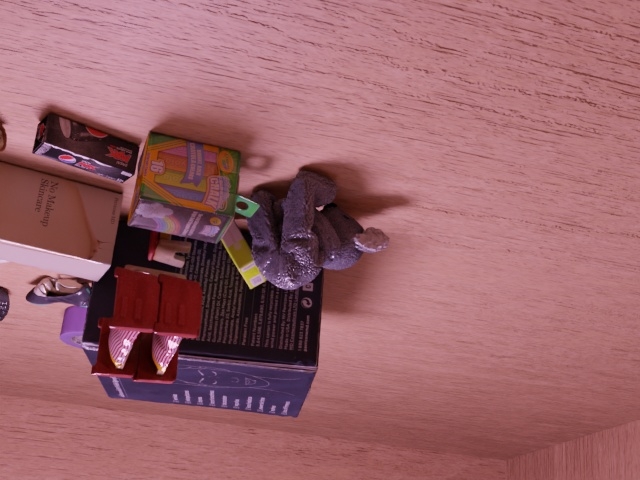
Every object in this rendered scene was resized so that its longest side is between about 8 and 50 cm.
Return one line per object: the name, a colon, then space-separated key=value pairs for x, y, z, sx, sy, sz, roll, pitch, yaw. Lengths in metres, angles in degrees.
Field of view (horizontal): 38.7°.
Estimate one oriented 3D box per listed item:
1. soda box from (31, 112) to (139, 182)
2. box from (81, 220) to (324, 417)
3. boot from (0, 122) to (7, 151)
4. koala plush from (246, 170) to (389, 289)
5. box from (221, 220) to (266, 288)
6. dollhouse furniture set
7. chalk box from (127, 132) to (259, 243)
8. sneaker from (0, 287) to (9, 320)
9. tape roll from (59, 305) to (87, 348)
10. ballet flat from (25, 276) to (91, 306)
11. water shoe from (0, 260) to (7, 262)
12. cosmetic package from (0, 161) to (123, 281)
soda box: x=-0.398 y=-0.156 z=1.555 sx=0.169 sy=0.060 sz=0.053 roll=19 pitch=155 yaw=-33
box: x=-0.250 y=0.192 z=2.049 sx=0.472 sy=0.297 sz=0.480 roll=5 pitch=158 yaw=-5
boot: x=-0.701 y=-0.192 z=1.506 sx=0.269 sy=0.089 sz=0.236 roll=-4 pitch=168 yaw=23
koala plush: x=0.000 y=0.000 z=1.712 sx=0.221 sy=0.203 sz=0.196 roll=10 pitch=160 yaw=-43
box: x=-0.171 y=-0.002 z=1.781 sx=0.042 sy=0.178 sz=0.109 roll=-30 pitch=155 yaw=-4
dollhouse furniture set: x=-0.309 y=0.055 z=1.671 sx=0.152 sy=0.374 sz=0.201 roll=11 pitch=141 yaw=-17
chalk box: x=-0.214 y=-0.085 z=1.598 sx=0.213 sy=0.132 sz=0.132 roll=11 pitch=155 yaw=-17
sneaker: x=-0.943 y=0.189 z=2.430 sx=0.286 sy=0.130 sz=0.109 roll=-32 pitch=150 yaw=21
tape roll: x=-0.622 y=0.246 z=2.534 sx=0.189 sy=0.080 sz=0.189 roll=5 pitch=158 yaw=2
ballet flat: x=-0.655 y=0.122 z=2.274 sx=0.203 sy=0.074 sz=0.074 roll=3 pitch=158 yaw=21
water shoe: x=-0.629 y=-0.011 z=1.924 sx=0.203 sy=0.073 sz=0.080 roll=-11 pitch=134 yaw=0
cosmetic package: x=-0.549 y=-0.041 z=1.733 sx=0.309 sy=0.160 sz=0.113 roll=14 pitch=155 yaw=-23
